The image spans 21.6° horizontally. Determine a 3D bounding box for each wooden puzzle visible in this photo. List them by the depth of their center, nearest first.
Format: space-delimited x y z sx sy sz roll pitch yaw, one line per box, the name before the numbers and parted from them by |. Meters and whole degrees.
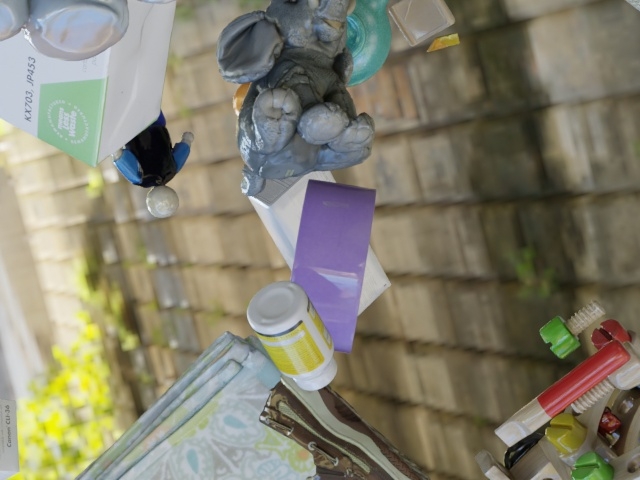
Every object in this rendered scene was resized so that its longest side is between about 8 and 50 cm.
wooden puzzle | 0.142 -0.314 2.338 0.079 0.116 0.014 -23 -158 10

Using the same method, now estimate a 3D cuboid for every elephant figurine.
elephant figurine | -0.023 -0.197 1.804 0.186 0.239 0.169 -10 160 6

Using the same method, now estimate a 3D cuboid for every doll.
doll | -0.198 -0.117 1.915 0.129 0.189 0.046 -5 163 -46

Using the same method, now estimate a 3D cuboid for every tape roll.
tape roll | 0.010 0.029 1.888 0.080 0.189 0.189 8 -174 1

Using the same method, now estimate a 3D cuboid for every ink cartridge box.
ink cartridge box | -0.319 -0.244 1.608 0.353 0.207 0.119 27 -139 16
ink cartridge box | -0.509 0.306 2.498 0.067 0.115 0.198 12 152 -41

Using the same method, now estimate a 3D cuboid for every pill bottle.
pill bottle | -0.025 0.100 1.703 0.065 0.116 0.065 -15 -136 15

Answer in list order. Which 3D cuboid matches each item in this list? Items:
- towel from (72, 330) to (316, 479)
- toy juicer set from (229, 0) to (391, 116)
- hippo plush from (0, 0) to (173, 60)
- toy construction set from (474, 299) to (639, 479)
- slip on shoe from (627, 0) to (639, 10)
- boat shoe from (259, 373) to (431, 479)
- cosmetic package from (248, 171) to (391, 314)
towel | -0.095 0.336 2.071 0.320 0.374 0.090 -43 -160 -5
toy juicer set | -0.011 -0.274 2.159 0.209 0.329 0.089 14 -173 -1
hippo plush | -0.237 -0.301 1.276 0.234 0.294 0.236 -23 -134 -6
toy construction set | 0.248 0.213 1.619 0.237 0.257 0.309 -39 139 12
slip on shoe | 0.364 -0.367 1.986 0.123 0.101 0.331 -14 155 34
boat shoe | 0.030 0.242 1.814 0.257 0.095 0.095 40 180 39
cosmetic package | 0.000 0.000 2.195 0.099 0.239 0.060 -41 -141 -15
